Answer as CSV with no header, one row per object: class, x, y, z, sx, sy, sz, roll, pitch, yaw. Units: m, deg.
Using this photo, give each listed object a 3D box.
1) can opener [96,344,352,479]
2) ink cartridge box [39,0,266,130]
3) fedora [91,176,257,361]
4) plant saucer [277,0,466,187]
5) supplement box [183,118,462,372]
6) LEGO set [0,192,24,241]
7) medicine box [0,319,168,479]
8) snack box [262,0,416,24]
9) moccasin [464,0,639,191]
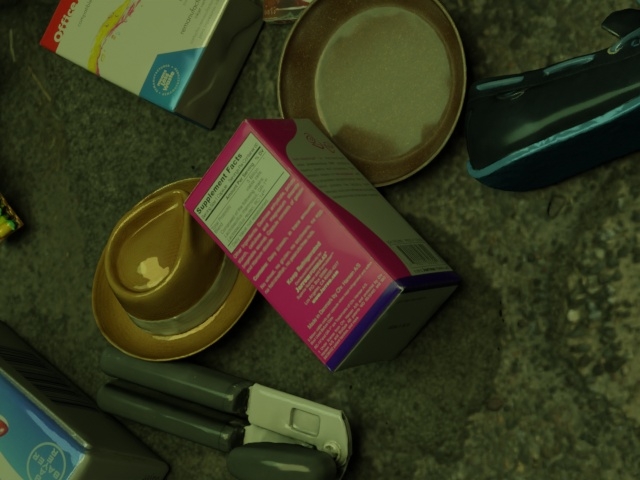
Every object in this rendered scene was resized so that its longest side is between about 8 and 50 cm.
can opener,-0.101,0.164,1.763,0.283,0.095,0.076,15,106,28
ink cartridge box,-0.183,-0.219,1.896,0.231,0.078,0.134,27,92,29
fedora,-0.145,0.015,1.809,0.194,0.079,0.194,-9,62,18
plant saucer,0.053,-0.147,1.775,0.198,0.036,0.199,-1,89,30
supplement box,0.000,0.000,1.721,0.220,0.111,0.114,49,116,21
LEGO set,-0.360,-0.141,1.910,0.107,0.132,0.287,-23,74,52
medicine box,-0.341,0.253,1.842,0.263,0.149,0.289,36,97,28
snack box,0.028,-0.245,1.826,0.178,0.022,0.064,-1,80,26
moccasin,0.267,-0.150,1.626,0.342,0.137,0.117,-19,68,21
